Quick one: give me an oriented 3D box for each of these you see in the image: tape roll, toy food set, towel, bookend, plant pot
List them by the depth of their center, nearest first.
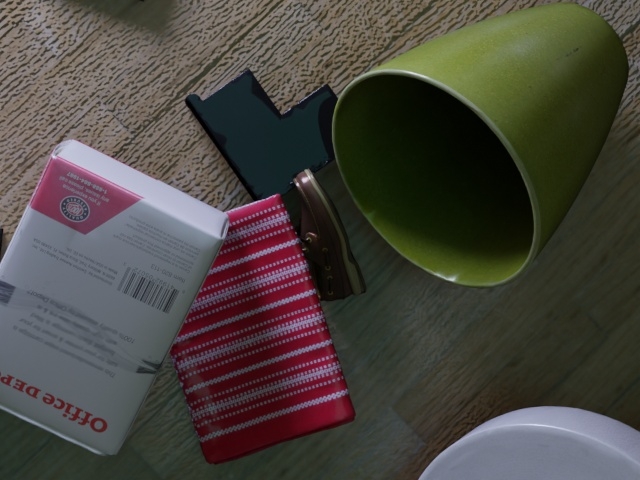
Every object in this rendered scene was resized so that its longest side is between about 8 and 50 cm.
[{"bbox_3d":[0.271,0.376,1.752,0.392,0.072,0.392,8,106,30],"label":"tape roll"},{"bbox_3d":[0.212,-0.139,1.767,0.293,0.275,0.274,-40,95,-33],"label":"plant pot"},{"bbox_3d":[-0.088,0.105,1.802,0.199,0.031,0.274,-18,92,19],"label":"towel"},{"bbox_3d":[-0.049,-0.143,1.826,0.156,0.072,0.157,-36,95,-5],"label":"bookend"},{"bbox_3d":[0.176,-0.080,1.882,0.083,0.020,0.083,-2,91,-7],"label":"toy food set"}]

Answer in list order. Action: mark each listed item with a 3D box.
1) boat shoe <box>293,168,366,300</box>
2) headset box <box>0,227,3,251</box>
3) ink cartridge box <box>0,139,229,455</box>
[{"bbox_3d":[0.000,0.000,1.809,0.060,0.064,0.178,-23,125,-2],"label":"boat shoe"},{"bbox_3d":[-0.406,0.012,1.801,0.083,0.032,0.062,5,89,-6],"label":"headset box"},{"bbox_3d":[-0.253,0.062,1.744,0.207,0.117,0.283,26,102,-5],"label":"ink cartridge box"}]
